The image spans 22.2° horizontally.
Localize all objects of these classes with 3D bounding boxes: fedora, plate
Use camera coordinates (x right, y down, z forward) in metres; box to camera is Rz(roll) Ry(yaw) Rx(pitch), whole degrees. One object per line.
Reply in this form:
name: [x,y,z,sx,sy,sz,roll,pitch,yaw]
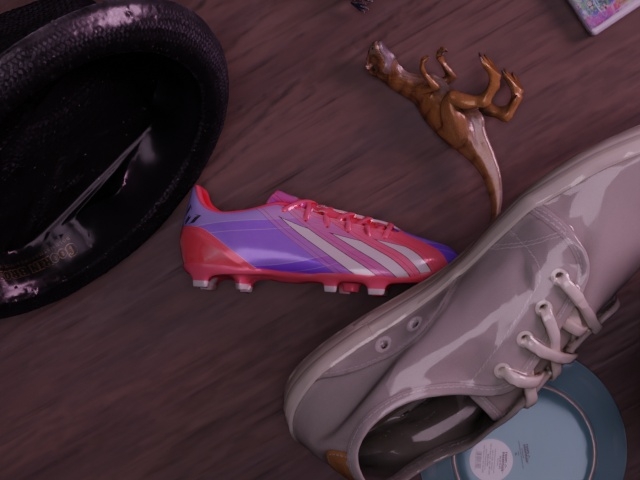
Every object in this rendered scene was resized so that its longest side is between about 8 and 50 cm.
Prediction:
fedora: [-0.245,-0.095,1.362,0.334,0.334,0.152,-45,59,2]
plate: [0.180,0.188,1.446,0.188,0.024,0.188,0,92,1]

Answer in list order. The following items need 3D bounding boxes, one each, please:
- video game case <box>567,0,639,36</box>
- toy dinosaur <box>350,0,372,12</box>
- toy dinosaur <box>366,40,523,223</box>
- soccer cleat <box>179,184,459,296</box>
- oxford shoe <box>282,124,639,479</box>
video game case: [0.265,-0.282,1.436,0.157,0.019,0.143,-34,91,1]
toy dinosaur: [0.053,-0.245,1.433,0.090,0.047,0.082,23,73,11]
toy dinosaur: [0.128,-0.101,1.431,0.112,0.064,0.211,-42,80,20]
soccer cleat: [0.000,0.000,1.421,0.248,0.083,0.095,1,87,4]
oxford shoe: [0.172,0.063,1.363,0.449,0.169,0.130,-37,50,7]
